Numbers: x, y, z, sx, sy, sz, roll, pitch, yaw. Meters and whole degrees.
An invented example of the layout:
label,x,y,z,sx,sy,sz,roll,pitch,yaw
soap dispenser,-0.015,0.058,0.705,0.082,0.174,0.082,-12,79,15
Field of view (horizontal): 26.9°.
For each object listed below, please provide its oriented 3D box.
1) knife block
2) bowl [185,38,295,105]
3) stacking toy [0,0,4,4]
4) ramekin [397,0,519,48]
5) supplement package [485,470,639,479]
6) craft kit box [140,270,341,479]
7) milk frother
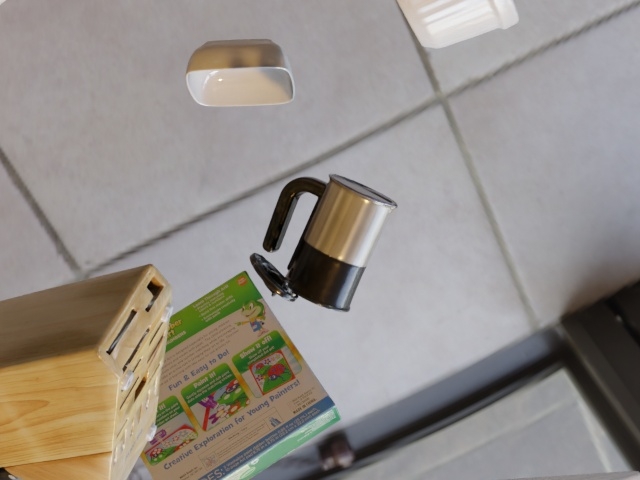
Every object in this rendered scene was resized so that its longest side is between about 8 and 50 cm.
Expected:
label,x,y,z,sx,sy,sz,roll,pitch,yaw
knife block,-0.244,0.095,1.002,0.242,0.088,0.275,21,139,6
bowl,-0.106,-0.226,1.779,0.142,0.142,0.053,-3,75,1
stacking toy,-0.340,-0.491,1.419,0.351,0.480,0.350,21,140,19
ramekin,0.138,-0.368,1.700,0.127,0.273,0.273,-27,121,10
supplement package,0.055,0.268,0.626,0.175,0.177,0.293,-1,81,-44
craft kit box,-0.141,0.199,1.750,0.250,0.246,0.061,-32,151,-6
milk frother,0.000,0.000,1.453,0.129,0.143,0.134,23,100,-3
